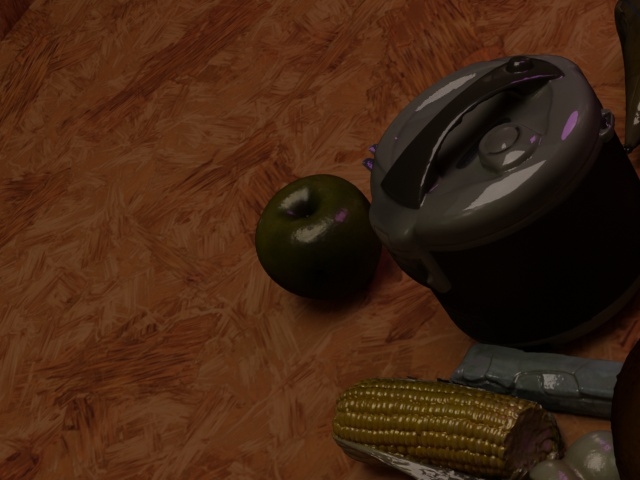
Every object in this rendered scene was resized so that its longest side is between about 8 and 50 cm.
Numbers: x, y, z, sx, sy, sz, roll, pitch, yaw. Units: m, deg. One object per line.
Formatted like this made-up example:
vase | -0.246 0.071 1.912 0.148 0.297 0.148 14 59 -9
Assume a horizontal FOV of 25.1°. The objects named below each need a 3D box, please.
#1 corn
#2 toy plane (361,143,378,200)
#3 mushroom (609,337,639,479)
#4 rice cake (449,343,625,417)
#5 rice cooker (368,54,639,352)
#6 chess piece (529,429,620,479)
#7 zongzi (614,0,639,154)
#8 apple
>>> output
corn | 0.153 0.238 1.803 0.305 0.122 0.123 5 10 40
toy plane | 0.188 -0.164 2.236 0.267 0.212 0.088 -35 75 -27
mushroom | 0.480 0.178 1.513 0.331 0.356 0.334 27 111 39
rice cake | 0.307 0.175 1.776 0.336 0.063 0.066 1 43 42
rice cooker | 0.241 -0.056 1.861 0.335 0.325 0.335 -23 38 19
chess piece | 0.260 0.309 1.628 0.243 0.133 0.133 -33 35 -6
zongzi | 0.464 -0.246 2.086 0.256 0.115 0.228 -51 33 -1
apple | 0.000 0.000 2.149 0.196 0.157 0.196 -22 39 19
